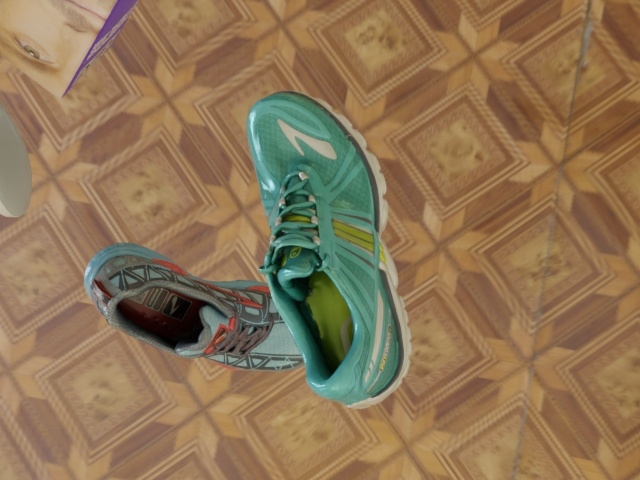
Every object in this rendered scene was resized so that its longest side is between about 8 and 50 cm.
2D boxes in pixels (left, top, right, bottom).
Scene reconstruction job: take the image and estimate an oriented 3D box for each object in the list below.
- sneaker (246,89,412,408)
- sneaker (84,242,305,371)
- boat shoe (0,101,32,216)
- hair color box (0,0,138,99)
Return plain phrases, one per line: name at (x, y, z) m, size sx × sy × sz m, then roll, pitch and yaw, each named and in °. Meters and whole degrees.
sneaker at (0.000, 0.000, 0.776) m, size 0.107 × 0.110 × 0.275 m, roll -25°, pitch 76°, yaw 26°
sneaker at (-0.115, 0.093, 0.983) m, size 0.262 × 0.125 × 0.104 m, roll 18°, pitch 102°, yaw -21°
boat shoe at (-0.386, -0.122, 1.049) m, size 0.070 × 0.077 × 0.219 m, roll -4°, pitch 122°, yaw 20°
hair color box at (-0.239, -0.297, 0.884) m, size 0.185 × 0.339 × 0.110 m, roll 38°, pitch 54°, yaw -11°
